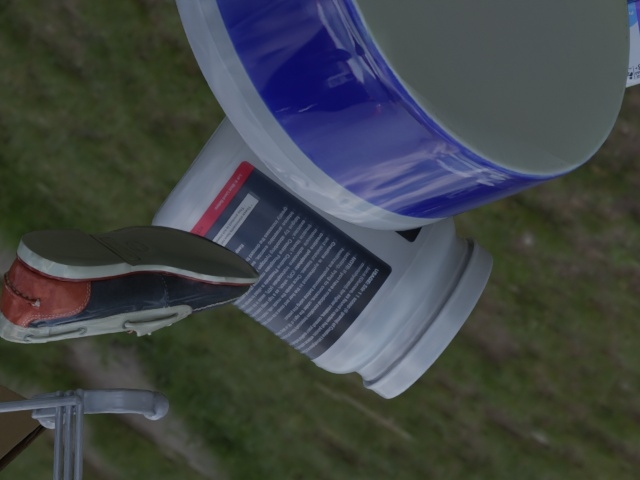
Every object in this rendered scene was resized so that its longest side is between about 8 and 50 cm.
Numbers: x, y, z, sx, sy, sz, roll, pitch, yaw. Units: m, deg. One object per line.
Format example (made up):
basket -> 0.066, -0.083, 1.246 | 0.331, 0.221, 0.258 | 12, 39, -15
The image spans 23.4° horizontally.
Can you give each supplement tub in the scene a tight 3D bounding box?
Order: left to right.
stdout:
supplement tub -> 0.000, 0.000, 1.413 | 0.272, 0.191, 0.191 | 36, 160, -6

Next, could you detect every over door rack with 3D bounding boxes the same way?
over door rack -> -0.243, 0.220, 1.019 | 0.324, 0.239, 0.108 | -6, 165, 26

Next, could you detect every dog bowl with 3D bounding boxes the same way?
dog bowl -> 0.050, -0.144, 0.823 | 0.104, 0.265, 0.265 | -19, 127, 41

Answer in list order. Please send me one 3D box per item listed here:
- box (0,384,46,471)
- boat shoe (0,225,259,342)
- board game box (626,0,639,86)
box -> -0.404, 0.185, 1.580 | 0.201, 0.164, 0.021 | 24, 133, 21
boat shoe -> -0.083, 0.021, 0.682 | 0.049, 0.043, 0.137 | 32, -160, 34
board game box -> 0.383, -0.263, 1.398 | 0.233, 0.347, 0.078 | -110, 4, -59
